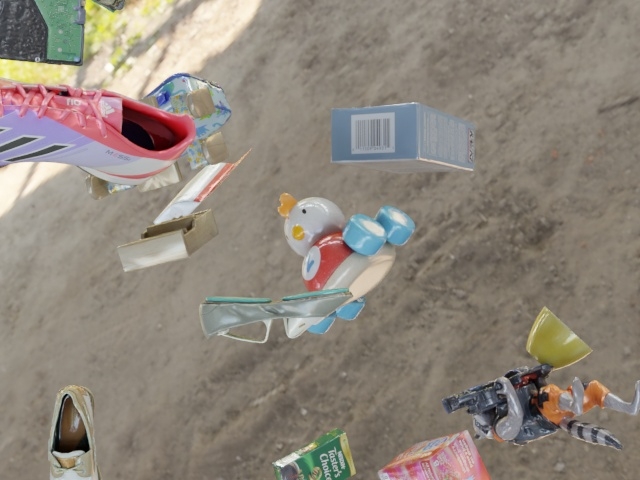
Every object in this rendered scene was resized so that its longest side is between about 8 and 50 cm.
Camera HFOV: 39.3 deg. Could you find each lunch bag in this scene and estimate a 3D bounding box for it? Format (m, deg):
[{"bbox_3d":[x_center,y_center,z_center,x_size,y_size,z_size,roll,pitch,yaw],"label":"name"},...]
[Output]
[{"bbox_3d":[-0.318,-0.272,1.961,0.219,0.176,0.090,-33,66,29],"label":"lunch bag"}]

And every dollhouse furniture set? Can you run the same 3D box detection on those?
[{"bbox_3d":[-0.260,-0.095,1.383,0.212,0.242,0.161,-14,11,15],"label":"dollhouse furniture set"}]

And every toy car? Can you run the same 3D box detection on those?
[{"bbox_3d":[0.000,0.000,1.596,0.238,0.210,0.219,40,117,19],"label":"toy car"}]

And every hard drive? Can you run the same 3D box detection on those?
[{"bbox_3d":[-0.654,-0.488,1.830,0.064,0.338,0.237,28,115,61],"label":"hard drive"}]

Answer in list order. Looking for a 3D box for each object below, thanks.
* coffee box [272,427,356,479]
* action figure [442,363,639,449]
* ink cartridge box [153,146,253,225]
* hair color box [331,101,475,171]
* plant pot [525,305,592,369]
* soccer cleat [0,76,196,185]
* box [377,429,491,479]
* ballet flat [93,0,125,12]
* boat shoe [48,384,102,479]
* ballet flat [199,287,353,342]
[{"bbox_3d":[-0.012,0.514,2.018,0.184,0.113,0.040,-21,17,-29],"label":"coffee box"},{"bbox_3d":[0.401,0.336,1.722,0.330,0.341,0.179,-26,76,51],"label":"action figure"},{"bbox_3d":[-0.278,-0.132,2.112,0.232,0.066,0.189,-44,9,39],"label":"ink cartridge box"},{"bbox_3d":[0.183,-0.206,1.877,0.185,0.374,0.114,0,90,26],"label":"hair color box"},{"bbox_3d":[0.493,0.220,1.899,0.095,0.134,0.134,-48,30,6],"label":"plant pot"},{"bbox_3d":[-0.281,-0.131,0.964,0.116,0.318,0.109,-21,70,39],"label":"soccer cleat"},{"bbox_3d":[0.224,0.466,1.498,0.128,0.257,0.122,-28,-5,43],"label":"box"},{"bbox_3d":[-0.264,-0.305,1.013,0.070,0.070,0.188,-41,2,11],"label":"ballet flat"},{"bbox_3d":[-0.530,0.461,1.899,0.113,0.103,0.303,-7,80,-2],"label":"boat shoe"},{"bbox_3d":[-0.059,0.105,1.232,0.213,0.068,0.072,-4,-2,2],"label":"ballet flat"}]
